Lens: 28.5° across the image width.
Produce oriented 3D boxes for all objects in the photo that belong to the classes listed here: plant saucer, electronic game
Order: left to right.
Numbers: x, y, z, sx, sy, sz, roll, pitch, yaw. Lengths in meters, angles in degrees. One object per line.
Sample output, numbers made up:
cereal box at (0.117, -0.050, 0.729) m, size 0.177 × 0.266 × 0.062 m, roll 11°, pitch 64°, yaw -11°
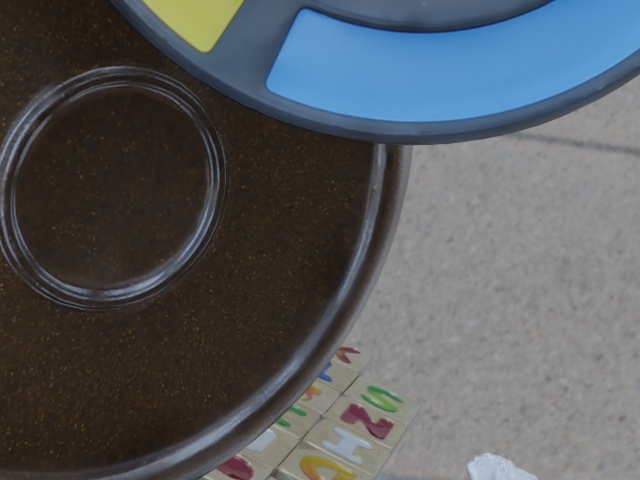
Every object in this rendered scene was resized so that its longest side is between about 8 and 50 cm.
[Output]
plant saucer at (-0.081, -0.023, 0.449) m, size 0.310 × 0.310 × 0.050 m, roll -25°, pitch 30°, yaw -25°
electronic game at (0.029, -0.139, 0.343) m, size 0.229 × 0.048 × 0.229 m, roll -1°, pitch 103°, yaw -5°

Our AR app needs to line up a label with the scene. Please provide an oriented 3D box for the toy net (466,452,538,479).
toy net at (0.169, 0.270, 0.952) m, size 0.232 × 0.045 × 0.122 m, roll 51°, pitch 47°, yaw 1°

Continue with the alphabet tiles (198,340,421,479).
alphabet tiles at (-0.075, 0.094, 0.935) m, size 0.285 × 0.011 × 0.342 m, roll 26°, pitch 16°, yaw 10°
